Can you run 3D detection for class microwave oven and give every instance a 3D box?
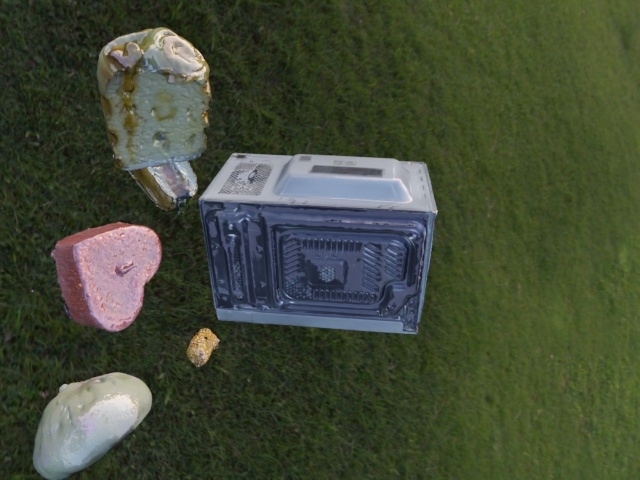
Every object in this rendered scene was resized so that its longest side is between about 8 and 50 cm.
[{"bbox_3d":[0.000,0.000,0.478,0.208,0.122,0.162,3,122,5],"label":"microwave oven"}]

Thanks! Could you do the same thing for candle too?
[{"bbox_3d":[-0.577,0.073,1.289,0.287,0.131,0.317,55,45,-51],"label":"candle"}]

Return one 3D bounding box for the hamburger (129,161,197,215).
[{"bbox_3d":[-0.517,-0.223,1.501,0.132,0.211,0.309,-41,102,-28],"label":"hamburger"}]

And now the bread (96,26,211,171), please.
[{"bbox_3d":[-0.206,-0.170,0.594,0.128,0.232,0.088,-4,70,-20],"label":"bread"}]

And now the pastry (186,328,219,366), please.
[{"bbox_3d":[-0.345,0.309,1.371,0.080,0.140,0.056,44,101,-2],"label":"pastry"}]

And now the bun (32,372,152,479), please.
[{"bbox_3d":[-0.555,0.414,1.123,0.283,0.283,0.179,-37,98,-29],"label":"bun"}]
